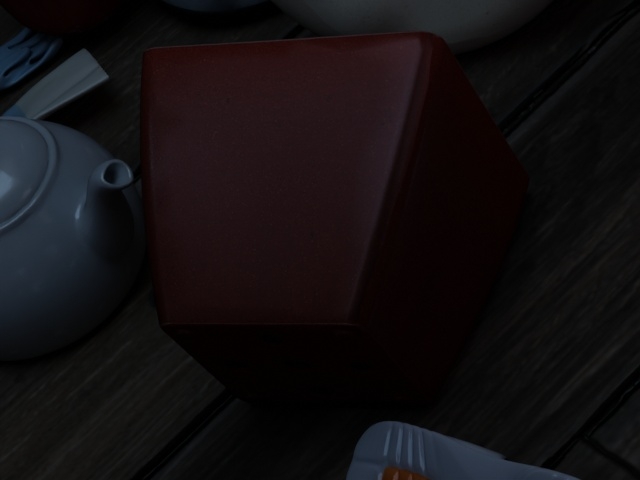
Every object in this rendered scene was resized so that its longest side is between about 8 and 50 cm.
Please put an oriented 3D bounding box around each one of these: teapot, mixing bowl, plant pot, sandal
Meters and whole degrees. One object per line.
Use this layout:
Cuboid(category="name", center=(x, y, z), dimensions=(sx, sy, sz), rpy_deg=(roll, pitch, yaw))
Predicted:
Cuboid(category="teapot", center=(-0.299, -0.026, 1.847), dimensions=(0.256, 0.187, 0.252), rpy_deg=(-32, 46, -3))
Cuboid(category="mixing bowl", center=(-0.269, -0.279, 2.094), dimensions=(0.181, 0.098, 0.181), rpy_deg=(-11, 33, 8))
Cuboid(category="plant pot", center=(0.000, 0.000, 1.660), dimensions=(0.267, 0.267, 0.235), rpy_deg=(-1, 65, 24))
Cuboid(category="sandal", center=(0.128, 0.212, 1.527), dimensions=(0.265, 0.076, 0.102), rpy_deg=(11, 80, 44))

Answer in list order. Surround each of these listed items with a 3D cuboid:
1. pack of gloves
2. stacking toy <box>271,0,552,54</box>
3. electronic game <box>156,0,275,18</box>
Cuboid(category="pack of gloves", center=(-0.341, -0.132, 2.068), dimensions=(0.232, 0.046, 0.195), rpy_deg=(-32, 35, -8))
Cuboid(category="stacking toy", center=(0.102, -0.434, 1.974), dimensions=(0.351, 0.350, 0.480), rpy_deg=(-11, 34, 16))
Cuboid(category="electronic game", center=(-0.085, -0.319, 2.093), dimensions=(0.229, 0.048, 0.229), rpy_deg=(-9, 50, 10))
